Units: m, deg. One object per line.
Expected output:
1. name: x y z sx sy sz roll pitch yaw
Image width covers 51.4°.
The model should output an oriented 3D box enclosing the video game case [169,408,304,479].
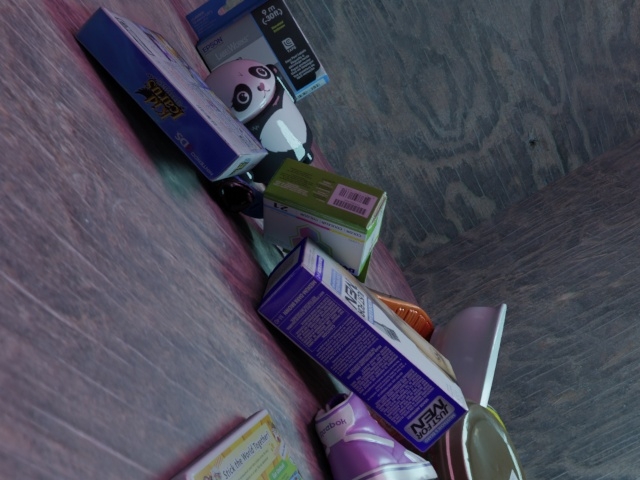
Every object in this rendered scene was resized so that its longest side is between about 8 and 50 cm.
1. video game case: -0.041 0.273 0.603 0.206 0.026 0.227 61 10 7

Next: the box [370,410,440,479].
1. box: 0.222 0.428 1.190 0.300 0.142 0.154 58 11 -9

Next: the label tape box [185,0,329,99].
1. label tape box: -0.171 -0.497 1.694 0.348 0.249 0.115 59 8 -4

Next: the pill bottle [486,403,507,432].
1. pill bottle: 0.368 0.518 1.579 0.188 0.188 0.334 59 9 -3

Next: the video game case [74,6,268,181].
1. video game case: -0.207 -0.209 0.998 0.269 0.061 0.244 47 10 -3

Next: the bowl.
1. bowl: 0.296 0.263 1.403 0.298 0.134 0.298 13 90 -72

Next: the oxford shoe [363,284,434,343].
1. oxford shoe: 0.104 0.149 1.355 0.363 0.130 0.132 34 0 -42

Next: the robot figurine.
1. robot figurine: -0.121 -0.227 1.323 0.278 0.173 0.209 53 11 -39

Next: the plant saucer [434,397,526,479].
1. plant saucer: 0.274 0.388 1.085 0.278 0.041 0.278 39 37 -37

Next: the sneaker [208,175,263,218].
1. sneaker: -0.128 -0.066 1.118 0.152 0.058 0.085 46 10 -42

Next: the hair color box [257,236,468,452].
1. hair color box: 0.067 0.156 1.057 0.339 0.110 0.185 43 11 -9

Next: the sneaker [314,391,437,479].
1. sneaker: 0.080 0.298 0.974 0.161 0.102 0.282 61 8 30

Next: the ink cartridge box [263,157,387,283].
1. ink cartridge box: 0.000 0.000 1.185 0.255 0.188 0.097 97 18 -49
